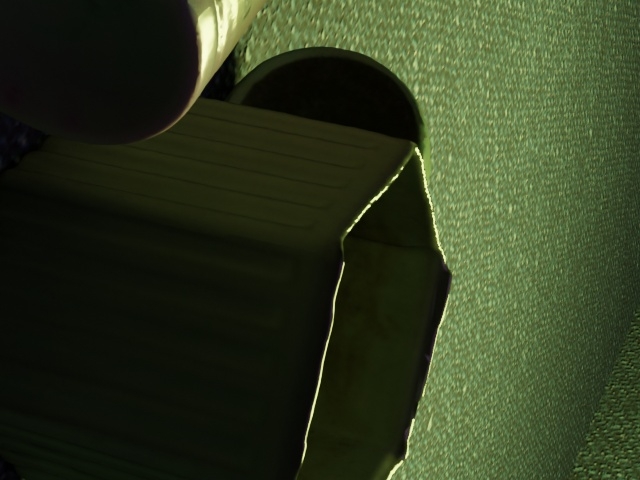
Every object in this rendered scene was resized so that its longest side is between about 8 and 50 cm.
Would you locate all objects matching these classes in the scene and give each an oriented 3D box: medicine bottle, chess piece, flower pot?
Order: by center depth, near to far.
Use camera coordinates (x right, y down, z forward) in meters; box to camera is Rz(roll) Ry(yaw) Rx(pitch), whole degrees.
[{"bbox_3d":[-0.067,-0.179,0.765,0.152,0.152,0.254,83,27,-45],"label":"medicine bottle"},{"bbox_3d":[-0.054,0.046,0.898,0.239,0.189,0.209,71,36,-59],"label":"flower pot"},{"bbox_3d":[0.000,0.000,1.145,0.272,0.139,0.139,90,21,-60],"label":"chess piece"}]
